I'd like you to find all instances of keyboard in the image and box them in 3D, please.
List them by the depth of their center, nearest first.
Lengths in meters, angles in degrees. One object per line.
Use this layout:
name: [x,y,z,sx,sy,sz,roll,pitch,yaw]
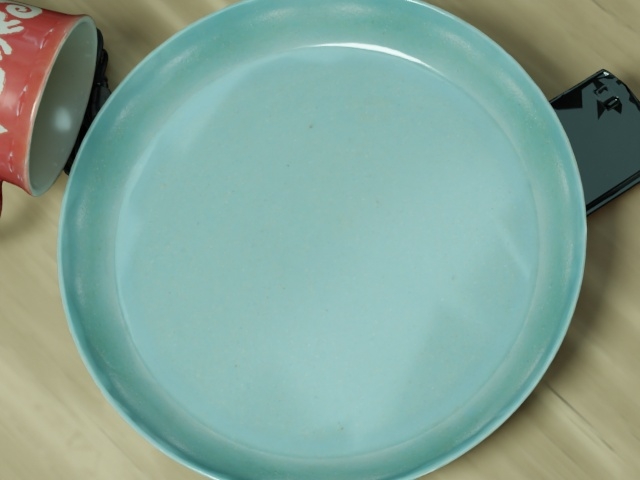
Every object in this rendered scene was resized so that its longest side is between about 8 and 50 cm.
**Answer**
keyboard: [0.117,-0.040,1.085,0.192,0.038,0.100,-31,80,-3]

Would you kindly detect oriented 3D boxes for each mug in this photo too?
mug: [-0.238,-0.088,1.026,0.169,0.113,0.150,18,67,5]

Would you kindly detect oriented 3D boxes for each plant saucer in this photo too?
plant saucer: [0.000,0.000,1.043,0.317,0.044,0.318,-2,73,7]

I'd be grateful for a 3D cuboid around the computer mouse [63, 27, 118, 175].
computer mouse: [-0.226,-0.074,1.102,0.193,0.042,0.106,-9,72,-9]
